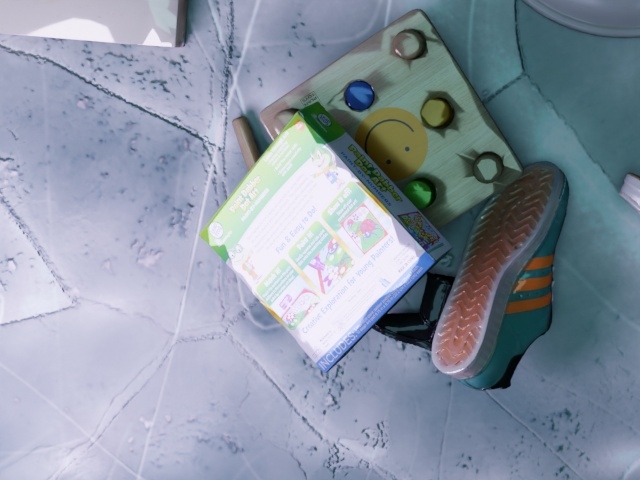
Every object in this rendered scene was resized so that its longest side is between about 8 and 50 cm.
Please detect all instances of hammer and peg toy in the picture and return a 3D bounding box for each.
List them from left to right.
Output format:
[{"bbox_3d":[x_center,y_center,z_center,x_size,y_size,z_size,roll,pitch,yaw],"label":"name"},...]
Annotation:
[{"bbox_3d":[0.041,-0.101,1.787,0.361,0.127,0.266,-32,91,12],"label":"hammer and peg toy"}]

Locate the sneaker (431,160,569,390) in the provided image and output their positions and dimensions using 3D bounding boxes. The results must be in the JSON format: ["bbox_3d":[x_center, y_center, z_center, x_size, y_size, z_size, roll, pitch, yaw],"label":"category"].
[{"bbox_3d":[0.249,0.049,1.791,0.108,0.121,0.302,21,84,49],"label":"sneaker"}]

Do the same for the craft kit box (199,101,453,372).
[{"bbox_3d":[0.000,0.000,1.729,0.246,0.061,0.250,46,127,5],"label":"craft kit box"}]

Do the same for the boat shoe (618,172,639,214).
[{"bbox_3d":[0.463,0.034,1.745,0.277,0.098,0.096,45,101,1],"label":"boat shoe"}]

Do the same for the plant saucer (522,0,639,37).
[{"bbox_3d":[0.379,-0.448,1.699,0.400,0.100,0.400,1,98,9],"label":"plant saucer"}]

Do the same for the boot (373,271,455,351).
[{"bbox_3d":[0.136,0.089,1.837,0.121,0.045,0.099,18,102,0],"label":"boot"}]

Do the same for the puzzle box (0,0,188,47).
[{"bbox_3d":[-0.371,-0.405,1.861,0.409,0.052,0.272,7,98,9],"label":"puzzle box"}]
